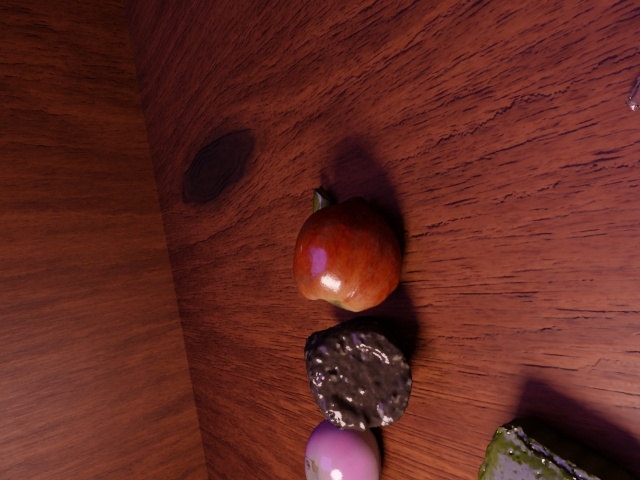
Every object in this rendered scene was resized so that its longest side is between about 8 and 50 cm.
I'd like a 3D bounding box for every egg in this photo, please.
[{"bbox_3d":[0.059,0.569,1.062,0.196,0.196,0.271,1,110,54],"label":"egg"}]

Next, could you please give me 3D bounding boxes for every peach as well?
[{"bbox_3d":[0.060,0.019,0.916,0.232,0.232,0.256,3,67,54],"label":"peach"}]

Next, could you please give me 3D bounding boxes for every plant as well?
[{"bbox_3d":[0.078,0.288,0.967,0.312,0.213,0.215,74,179,-79],"label":"plant"}]

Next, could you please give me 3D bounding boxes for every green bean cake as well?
[{"bbox_3d":[0.347,0.404,0.649,0.214,0.113,0.200,23,97,46],"label":"green bean cake"}]

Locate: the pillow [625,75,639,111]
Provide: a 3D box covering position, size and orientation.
[{"bbox_3d":[0.436,-0.227,0.475,0.118,0.043,0.185,35,125,42],"label":"pillow"}]

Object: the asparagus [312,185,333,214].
[{"bbox_3d":[0.002,0.000,1.119,0.067,0.060,0.277,-129,41,-62],"label":"asparagus"}]
